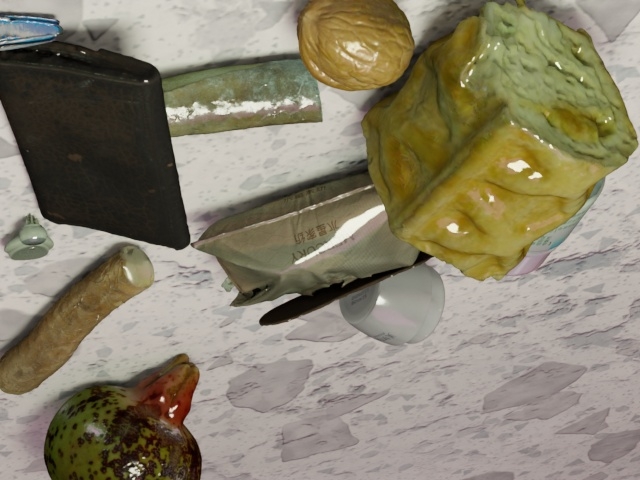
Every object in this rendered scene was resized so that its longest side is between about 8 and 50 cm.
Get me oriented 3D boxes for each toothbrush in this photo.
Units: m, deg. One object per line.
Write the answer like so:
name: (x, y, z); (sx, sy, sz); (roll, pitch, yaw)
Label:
toothbrush: (-0.433, -0.171, 1.446); (0.413, 0.035, 0.042); (-6, 171, -16)

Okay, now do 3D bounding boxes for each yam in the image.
yam: (-0.296, 0.096, 1.963); (0.066, 0.066, 0.299); (10, 143, -38)
yam: (-0.083, -0.143, 1.637); (0.169, 0.068, 0.068); (-6, 150, -13)

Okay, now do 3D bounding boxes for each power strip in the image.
power strip: (-0.323, -0.002, 1.815); (0.055, 0.035, 0.083); (-5, 163, -18)

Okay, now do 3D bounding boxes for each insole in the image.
insole: (0.069, 0.034, 1.951); (0.327, 0.007, 0.111); (-25, -168, -24)

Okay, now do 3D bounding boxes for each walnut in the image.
walnut: (0.031, -0.195, 1.572); (0.124, 0.105, 0.105); (20, 136, -42)

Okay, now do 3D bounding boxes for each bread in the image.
bread: (0.175, -0.104, 1.688); (0.238, 0.196, 0.252); (30, 139, -24)

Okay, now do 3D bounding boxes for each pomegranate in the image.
pomegranate: (-0.239, 0.261, 2.176); (0.248, 0.214, 0.214); (-54, 147, -2)

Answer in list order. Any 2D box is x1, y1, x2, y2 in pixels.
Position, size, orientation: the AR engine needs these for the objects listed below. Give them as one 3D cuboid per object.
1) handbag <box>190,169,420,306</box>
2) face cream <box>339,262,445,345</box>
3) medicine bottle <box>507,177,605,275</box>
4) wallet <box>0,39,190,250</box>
handbag: (0.000, 0.000, 1.883); (0.270, 0.117, 0.182); (-19, 146, 3)
face cream: (0.090, 0.071, 2.055); (0.104, 0.117, 0.117); (17, 139, -32)
medicine bottle: (0.239, -0.051, 1.893); (0.135, 0.135, 0.168); (-2, 149, -23)
wallet: (-0.224, -0.093, 1.638); (0.170, 0.044, 0.321); (9, 152, 7)
